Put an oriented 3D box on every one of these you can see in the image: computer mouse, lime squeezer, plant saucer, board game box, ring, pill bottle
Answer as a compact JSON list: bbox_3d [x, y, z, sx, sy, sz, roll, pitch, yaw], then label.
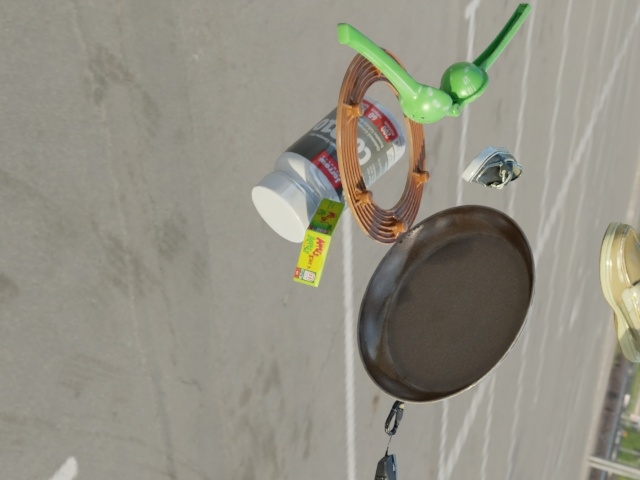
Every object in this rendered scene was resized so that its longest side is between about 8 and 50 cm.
[{"bbox_3d":[0.162,0.469,1.915,0.071,0.041,0.242,-7,109,-55],"label":"computer mouse"},{"bbox_3d":[0.129,-0.184,0.914,0.310,0.059,0.110,-19,96,-41],"label":"lime squeezer"},{"bbox_3d":[0.185,0.095,1.250,0.050,0.311,0.310,34,68,-38],"label":"plant saucer"},{"bbox_3d":[0.000,0.000,1.458,0.181,0.043,0.092,-65,171,-69],"label":"board game box"},{"bbox_3d":[0.118,-0.162,1.464,0.336,0.032,0.336,1,89,-60],"label":"ring"},{"bbox_3d":[0.015,-0.136,1.636,0.283,0.161,0.161,-44,145,-23],"label":"pill bottle"}]

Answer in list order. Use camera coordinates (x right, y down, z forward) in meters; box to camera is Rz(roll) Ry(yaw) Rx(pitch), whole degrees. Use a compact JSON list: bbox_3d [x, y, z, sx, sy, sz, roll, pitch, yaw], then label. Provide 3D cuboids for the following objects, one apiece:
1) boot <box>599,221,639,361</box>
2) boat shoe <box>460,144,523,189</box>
[{"bbox_3d":[0.532,0.086,1.272,0.095,0.203,0.262,-44,123,-36],"label":"boot"},{"bbox_3d":[0.348,-0.141,1.700,0.078,0.070,0.219,-53,162,28],"label":"boat shoe"}]
